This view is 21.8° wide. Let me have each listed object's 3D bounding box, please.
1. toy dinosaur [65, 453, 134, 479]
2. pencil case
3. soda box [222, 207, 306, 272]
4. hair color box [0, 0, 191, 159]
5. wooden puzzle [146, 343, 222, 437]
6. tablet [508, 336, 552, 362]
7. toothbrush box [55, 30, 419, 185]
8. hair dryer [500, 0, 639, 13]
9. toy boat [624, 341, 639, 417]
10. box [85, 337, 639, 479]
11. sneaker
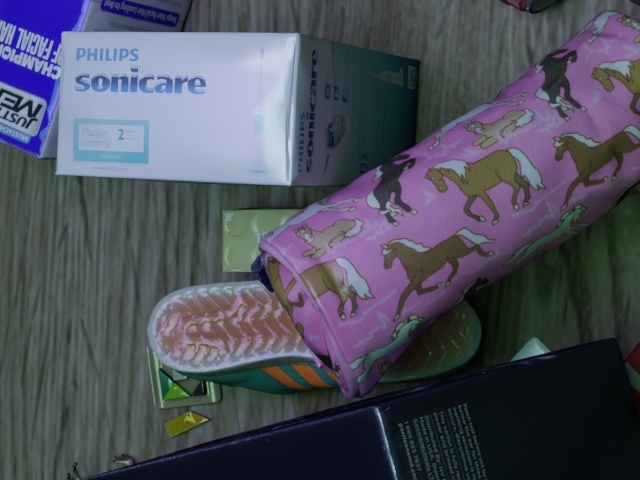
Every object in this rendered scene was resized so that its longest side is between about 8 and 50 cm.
[{"bbox_3d":[-0.198,0.265,1.647,0.183,0.053,0.092,7,109,29],"label":"toy dinosaur"},{"bbox_3d":[0.137,-0.034,1.368,0.386,0.167,0.160,-34,114,-8],"label":"pencil case"},{"bbox_3d":[0.000,0.000,1.550,0.181,0.058,0.061,0,91,21],"label":"soda box"},{"bbox_3d":[-0.203,-0.246,1.559,0.110,0.185,0.338,21,98,20],"label":"hair color box"},{"bbox_3d":[-0.135,0.130,1.630,0.079,0.014,0.116,-16,84,21],"label":"wooden puzzle"},{"bbox_3d":[0.205,0.134,1.497,0.083,0.006,0.054,45,106,16],"label":"tablet"},{"bbox_3d":[-0.062,-0.110,1.445,0.216,0.295,0.126,4,92,21],"label":"toothbrush box"},{"bbox_3d":[0.222,-0.304,1.463,0.294,0.080,0.223,15,81,16],"label":"hair dryer"},{"bbox_3d":[0.320,0.129,1.373,0.151,0.151,0.231,40,105,16],"label":"toy boat"},{"bbox_3d":[0.045,0.218,1.349,0.343,0.313,0.178,-19,83,42],"label":"box"},{"bbox_3d":[0.001,0.086,1.528,0.302,0.121,0.108,0,78,11],"label":"sneaker"}]
